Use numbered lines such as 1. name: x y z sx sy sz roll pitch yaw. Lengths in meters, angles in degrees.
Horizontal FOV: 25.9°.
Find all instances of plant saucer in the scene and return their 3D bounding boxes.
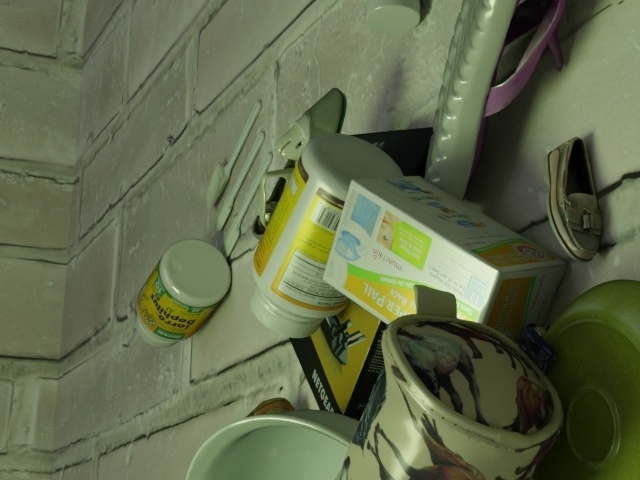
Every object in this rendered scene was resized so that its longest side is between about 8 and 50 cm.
1. plant saucer: 0.233 0.152 1.133 0.241 0.037 0.241 -8 81 63

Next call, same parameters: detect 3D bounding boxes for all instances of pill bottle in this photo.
1. pill bottle: -0.231 0.093 2.250 0.208 0.117 0.118 131 142 -53
2. pill bottle: 0.000 0.000 1.485 0.117 0.117 0.215 -108 37 -48
3. pill bottle: 0.084 -0.322 1.659 0.078 0.078 0.137 138 135 -58

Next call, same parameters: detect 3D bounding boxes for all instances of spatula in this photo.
1. spatula: -0.133 -0.096 2.204 0.168 0.019 0.242 -101 28 -42

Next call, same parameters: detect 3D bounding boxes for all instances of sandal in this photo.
1. sandal: 0.184 -0.188 1.351 0.416 0.102 0.169 104 176 -50

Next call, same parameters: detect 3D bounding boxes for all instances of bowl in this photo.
1. bowl: 0.011 0.296 1.473 0.298 0.134 0.298 11 113 28

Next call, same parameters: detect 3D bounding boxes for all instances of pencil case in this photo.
1. pencil case: 0.067 0.246 1.233 0.183 0.160 0.410 -95 23 -53

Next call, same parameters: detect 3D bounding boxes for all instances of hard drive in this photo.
1. hard drive: 0.066 -0.085 1.551 0.135 0.022 0.094 -2 45 39

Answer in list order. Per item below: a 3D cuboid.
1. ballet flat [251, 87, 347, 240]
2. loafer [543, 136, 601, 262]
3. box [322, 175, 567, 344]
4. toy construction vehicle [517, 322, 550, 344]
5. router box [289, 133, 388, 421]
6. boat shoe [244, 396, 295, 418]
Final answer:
1. ballet flat: -0.030 -0.087 1.657 0.072 0.068 0.213 -116 41 -56
2. loafer: 0.229 -0.040 1.248 0.039 0.045 0.125 -50 35 42
3. box: 0.115 0.030 1.327 0.203 0.103 0.114 33 116 39
4. toy construction vehicle: 0.211 0.123 1.256 0.086 0.035 0.098 58 137 45
5. router box: 0.046 0.050 1.619 0.309 0.081 0.243 -118 43 -56
6. boat shoe: -0.106 0.319 1.893 0.307 0.110 0.104 -44 38 43
